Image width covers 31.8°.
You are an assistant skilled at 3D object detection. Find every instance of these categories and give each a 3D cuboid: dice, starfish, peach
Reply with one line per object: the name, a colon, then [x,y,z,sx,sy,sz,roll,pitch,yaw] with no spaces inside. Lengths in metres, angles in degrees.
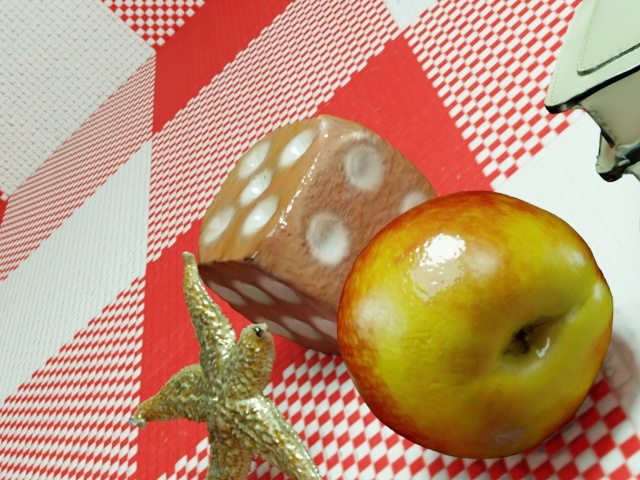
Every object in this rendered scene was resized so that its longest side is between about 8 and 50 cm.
dice: [0.000,0.000,1.073,0.175,0.174,0.179,-10,48,52]
starfish: [-0.081,0.164,0.998,0.295,0.048,0.231,52,127,28]
peach: [0.105,0.057,0.798,0.190,0.190,0.192,-52,25,-10]

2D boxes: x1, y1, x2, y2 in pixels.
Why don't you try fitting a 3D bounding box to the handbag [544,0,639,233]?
handbag: [0.349,-0.169,0.762,0.358,0.160,0.237,-29,25,35]
